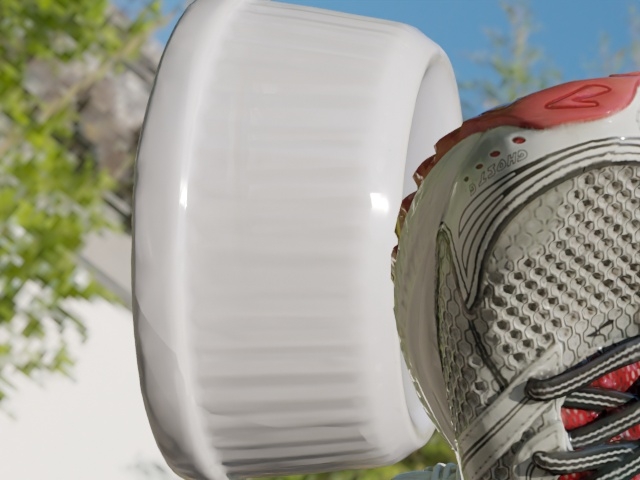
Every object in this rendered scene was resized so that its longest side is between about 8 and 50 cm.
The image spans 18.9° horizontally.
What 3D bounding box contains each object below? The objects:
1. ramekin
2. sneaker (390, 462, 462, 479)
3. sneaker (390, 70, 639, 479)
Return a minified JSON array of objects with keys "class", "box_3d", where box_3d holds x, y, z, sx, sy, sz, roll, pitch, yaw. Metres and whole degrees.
[{"class":"ramekin","box_3d":[0.000,0.000,1.027,0.127,0.273,0.273,2,-24,13]},{"class":"sneaker","box_3d":[0.095,0.177,1.225,0.115,0.090,0.232,26,-35,9]},{"class":"sneaker","box_3d":[0.076,0.066,0.423,0.093,0.088,0.225,-111,-176,-60]}]
